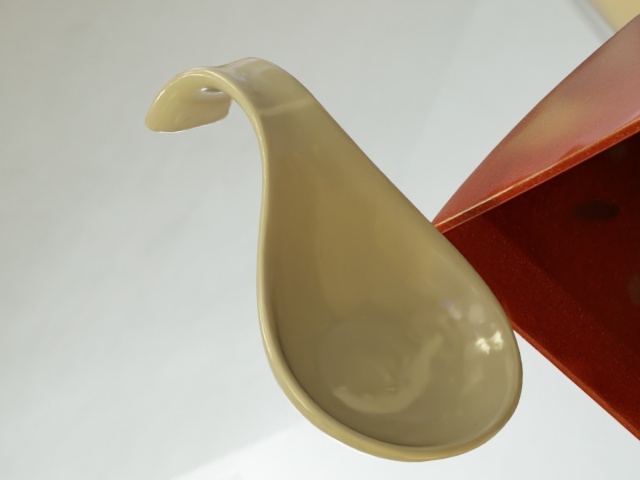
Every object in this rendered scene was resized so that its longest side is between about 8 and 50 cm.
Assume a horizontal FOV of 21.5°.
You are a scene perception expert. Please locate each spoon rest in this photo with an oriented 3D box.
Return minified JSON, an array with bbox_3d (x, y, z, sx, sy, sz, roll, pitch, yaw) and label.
[{"bbox_3d":[0.000,0.000,0.871,0.137,0.084,0.276,-17,-125,-32],"label":"spoon rest"}]

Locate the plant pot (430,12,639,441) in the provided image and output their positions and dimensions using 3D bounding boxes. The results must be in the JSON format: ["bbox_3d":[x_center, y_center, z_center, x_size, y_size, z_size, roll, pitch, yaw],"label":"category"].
[{"bbox_3d":[0.267,-0.038,0.947,0.267,0.267,0.236,40,-125,-14],"label":"plant pot"}]
